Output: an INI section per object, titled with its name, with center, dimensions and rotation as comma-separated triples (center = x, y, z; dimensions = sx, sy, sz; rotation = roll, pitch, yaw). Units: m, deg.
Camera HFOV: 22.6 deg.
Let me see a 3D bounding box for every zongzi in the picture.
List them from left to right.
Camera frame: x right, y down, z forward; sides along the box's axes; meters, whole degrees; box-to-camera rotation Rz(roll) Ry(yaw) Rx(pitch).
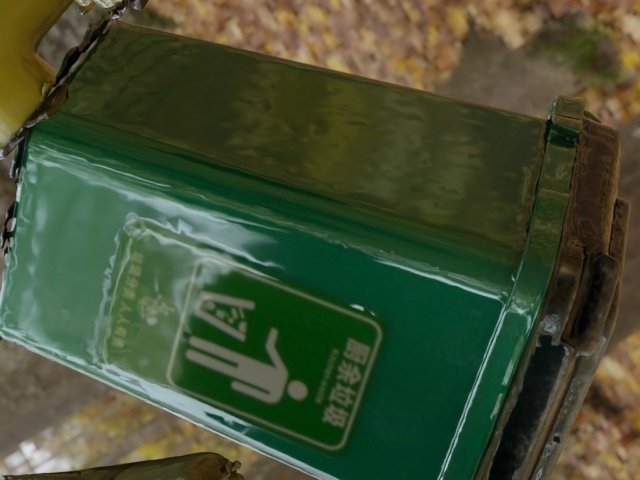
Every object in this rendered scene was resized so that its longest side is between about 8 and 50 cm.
[zongzi]
center = -0.102, 0.126, 0.821
dimensions = 0.113, 0.104, 0.052
rotation = 30, -134, -4

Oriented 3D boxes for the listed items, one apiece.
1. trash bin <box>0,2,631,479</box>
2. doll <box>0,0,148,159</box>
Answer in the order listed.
[trash bin]
center = 0.000, 0.000, 1.074
dimensions = 0.295, 0.381, 0.259
rotation = -66, -5, -57
[doll]
center = -0.166, -0.120, 0.521
dimensions = 0.221, 0.135, 0.143
rotation = 36, 178, -18
